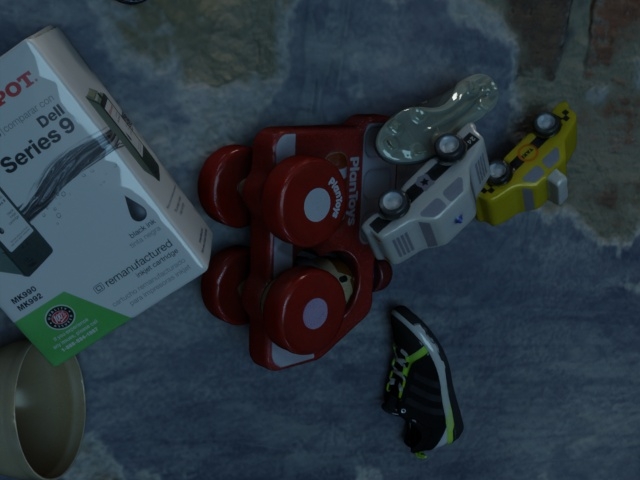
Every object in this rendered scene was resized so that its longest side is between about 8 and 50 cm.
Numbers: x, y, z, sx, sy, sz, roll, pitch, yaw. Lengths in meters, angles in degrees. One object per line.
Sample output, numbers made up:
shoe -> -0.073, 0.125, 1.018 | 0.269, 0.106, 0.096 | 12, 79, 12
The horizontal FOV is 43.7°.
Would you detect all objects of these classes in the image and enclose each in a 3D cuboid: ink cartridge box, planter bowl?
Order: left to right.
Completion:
planter bowl -> -0.351, 0.191, 0.901 | 0.109, 0.162, 0.162 | -6, 106, 10
ink cartridge box -> -0.283, -0.046, 0.845 | 0.211, 0.121, 0.289 | -33, 110, 7

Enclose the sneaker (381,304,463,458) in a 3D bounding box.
sneaker -> 0.129, 0.206, 1.108 | 0.097, 0.084, 0.235 | -25, 110, -12

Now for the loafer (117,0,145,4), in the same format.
loafer -> -0.139, -0.390, 0.861 | 0.109, 0.095, 0.303 | 32, 90, -23

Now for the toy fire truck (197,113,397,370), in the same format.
toy fire truck -> 0.000, 0.000, 0.983 | 0.253, 0.169, 0.302 | -10, 106, -39

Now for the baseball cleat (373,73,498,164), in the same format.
baseball cleat -> 0.136, -0.140, 1.005 | 0.205, 0.109, 0.072 | -29, 90, -26

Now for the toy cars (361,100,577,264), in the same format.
toy cars -> 0.219, -0.064, 1.008 | 0.393, 0.087, 0.177 | -18, 138, -40
